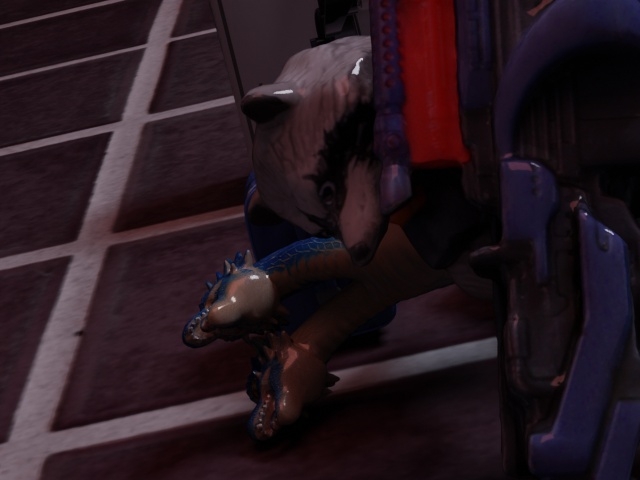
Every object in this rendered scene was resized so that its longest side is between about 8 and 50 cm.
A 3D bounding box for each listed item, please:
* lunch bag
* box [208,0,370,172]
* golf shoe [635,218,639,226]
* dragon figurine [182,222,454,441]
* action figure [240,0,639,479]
[{"bbox_3d":[0.000,0.000,0.890,0.067,0.098,0.065,-17,14,1],"label":"lunch bag"},{"bbox_3d":[0.080,-0.140,1.149,0.290,0.169,0.087,-12,20,1],"label":"box"},{"bbox_3d":[0.118,-0.001,0.884,0.094,0.077,0.198,-28,13,13],"label":"golf shoe"},{"bbox_3d":[0.054,-0.033,0.824,0.289,0.085,0.144,-51,20,-27],"label":"dragon figurine"},{"bbox_3d":[0.130,0.001,0.666,0.330,0.341,0.178,8,-17,-3],"label":"action figure"}]
